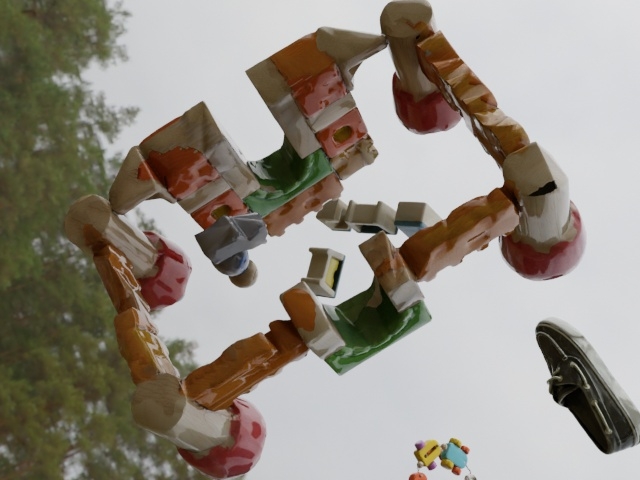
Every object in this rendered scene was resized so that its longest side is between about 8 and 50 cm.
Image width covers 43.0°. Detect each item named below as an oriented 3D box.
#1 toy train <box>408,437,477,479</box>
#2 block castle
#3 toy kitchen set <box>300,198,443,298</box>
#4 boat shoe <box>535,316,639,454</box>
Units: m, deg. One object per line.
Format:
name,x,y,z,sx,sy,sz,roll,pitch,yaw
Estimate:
toy train,0.217,0.438,1.540,0.046,0.166,0.125,-24,-111,54
block castle,0.000,0.000,0.822,0.303,0.453,0.213,59,2,30
toy kitchen set,0.096,0.028,1.403,0.207,0.122,0.166,4,-108,33
boat shoe,0.353,0.194,1.118,0.078,0.070,0.219,89,-23,-44
